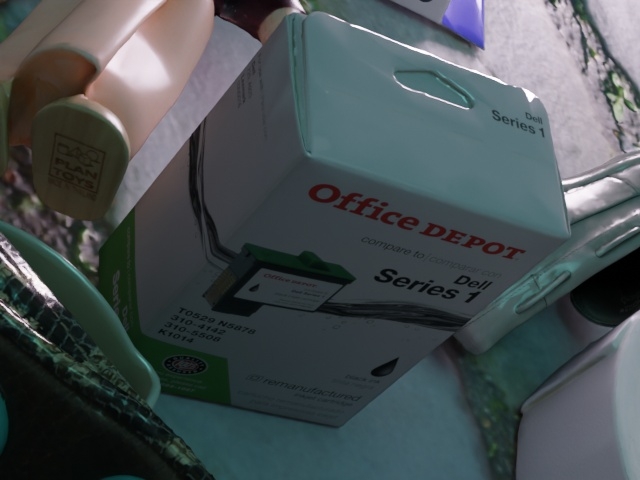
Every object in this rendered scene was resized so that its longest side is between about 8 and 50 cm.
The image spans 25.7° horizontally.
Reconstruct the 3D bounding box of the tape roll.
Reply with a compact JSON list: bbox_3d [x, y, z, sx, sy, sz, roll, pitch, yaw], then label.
[{"bbox_3d":[0.263,0.175,0.891,0.286,0.100,0.286,19,50,-24],"label":"tape roll"}]

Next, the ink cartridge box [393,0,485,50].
[{"bbox_3d":[0.058,-0.273,1.114,0.208,0.045,0.206,24,47,-23],"label":"ink cartridge box"}]

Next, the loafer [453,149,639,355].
[{"bbox_3d":[0.194,0.007,0.967,0.319,0.112,0.111,-13,72,-34],"label":"loafer"}]

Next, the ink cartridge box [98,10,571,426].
[{"bbox_3d":[0.000,0.000,0.738,0.160,0.219,0.092,15,51,-27],"label":"ink cartridge box"}]

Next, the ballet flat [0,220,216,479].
[{"bbox_3d":[-0.114,0.107,0.639,0.483,0.164,0.182,51,24,9],"label":"ballet flat"}]

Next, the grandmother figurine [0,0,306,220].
[{"bbox_3d":[-0.100,-0.150,0.849,0.208,0.104,0.342,25,42,-2],"label":"grandmother figurine"}]
